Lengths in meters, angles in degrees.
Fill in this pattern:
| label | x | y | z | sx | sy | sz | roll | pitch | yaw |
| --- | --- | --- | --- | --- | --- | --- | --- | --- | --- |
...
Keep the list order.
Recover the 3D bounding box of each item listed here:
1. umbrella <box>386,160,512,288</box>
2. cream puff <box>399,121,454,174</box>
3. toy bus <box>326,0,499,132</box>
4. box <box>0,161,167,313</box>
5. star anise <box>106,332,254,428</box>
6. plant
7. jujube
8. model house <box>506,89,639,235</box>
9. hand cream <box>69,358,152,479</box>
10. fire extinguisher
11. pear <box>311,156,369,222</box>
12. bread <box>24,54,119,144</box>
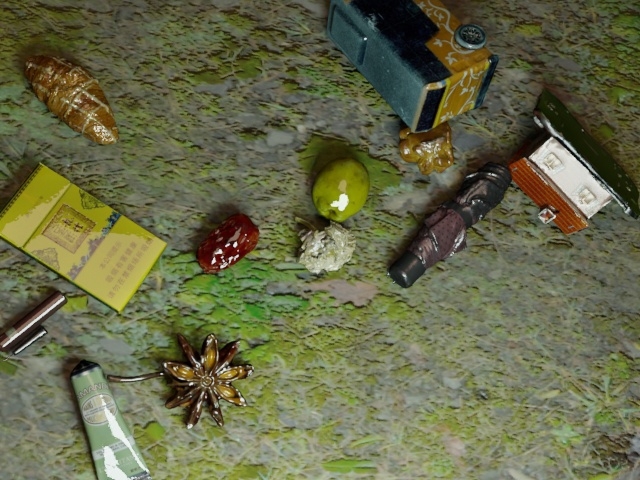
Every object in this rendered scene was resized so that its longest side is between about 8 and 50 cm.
| label | x | y | z | sx | sy | sz | roll | pitch | yaw |
| --- | --- | --- | --- | --- | --- | --- | --- | --- | --- |
| umbrella | 0.247 | -0.033 | 1.857 | 0.326 | 0.090 | 0.094 | -43 | 107 | -19 |
| cream puff | 0.211 | -0.184 | 1.897 | 0.116 | 0.094 | 0.122 | -41 | 53 | -21 |
| toy bus | 0.168 | -0.381 | 1.871 | 0.194 | 0.162 | 0.323 | -30 | 67 | -22 |
| box | -0.434 | -0.004 | 1.743 | 0.279 | 0.041 | 0.153 | 33 | 72 | -1 |
| star anise | -0.229 | 0.226 | 1.690 | 0.234 | 0.073 | 0.177 | 35 | 78 | -17 |
| plant | 0.000 | 0.000 | 1.817 | 0.117 | 0.104 | 0.122 | -1 | 45 | -39 |
| jujube | -0.170 | 0.008 | 1.773 | 0.129 | 0.077 | 0.077 | -42 | 85 | -14 |
| model house | 0.483 | -0.134 | 1.926 | 0.294 | 0.207 | 0.154 | 45 | 116 | -5 |
| hand cream | -0.368 | 0.314 | 1.658 | 0.086 | 0.055 | 0.235 | -20 | 86 | -13 |
| fire extinguisher | -0.511 | 0.157 | 1.687 | 0.173 | 0.035 | 0.049 | -41 | 123 | -19 |
| pear | 0.038 | -0.098 | 1.831 | 0.107 | 0.107 | 0.131 | 20 | 66 | -5 |
| bread | -0.459 | -0.272 | 1.799 | 0.233 | 0.076 | 0.105 | 44 | 73 | 2 |
